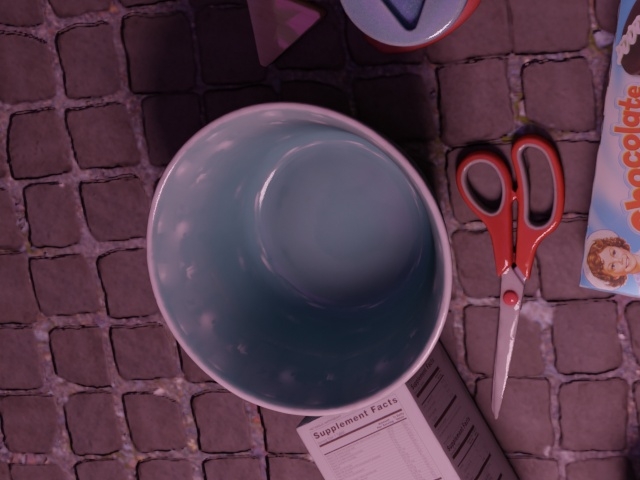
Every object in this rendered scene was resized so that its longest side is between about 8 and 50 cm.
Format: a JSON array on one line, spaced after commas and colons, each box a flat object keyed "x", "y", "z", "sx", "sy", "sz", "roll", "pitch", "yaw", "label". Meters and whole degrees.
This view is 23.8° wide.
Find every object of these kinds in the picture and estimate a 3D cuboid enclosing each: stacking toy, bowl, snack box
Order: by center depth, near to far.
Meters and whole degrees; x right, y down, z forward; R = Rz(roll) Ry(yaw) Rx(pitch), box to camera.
[{"x": 0.357, "y": -0.097, "z": 1.417, "sx": 0.187, "sy": 0.060, "sz": 0.322, "roll": 10, "pitch": 109, "yaw": 17, "label": "snack box"}, {"x": -0.002, "y": -0.309, "z": 1.444, "sx": 0.279, "sy": 0.130, "sz": 0.309, "roll": -18, "pitch": 99, "yaw": 23, "label": "stacking toy"}, {"x": 0.000, "y": 0.000, "z": 1.516, "sx": 0.311, "sy": 0.163, "sz": 0.312, "roll": 6, "pitch": 108, "yaw": 18, "label": "bowl"}]

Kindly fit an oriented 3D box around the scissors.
[{"x": 0.203, "y": 0.041, "z": 1.534, "sx": 0.109, "sy": 0.021, "sz": 0.297, "roll": -5, "pitch": 103, "yaw": 19, "label": "scissors"}]

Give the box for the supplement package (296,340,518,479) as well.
[{"x": 0.107, "y": 0.246, "z": 1.566, "sx": 0.139, "sy": 0.134, "sz": 0.244, "roll": -27, "pitch": 96, "yaw": 24, "label": "supplement package"}]
